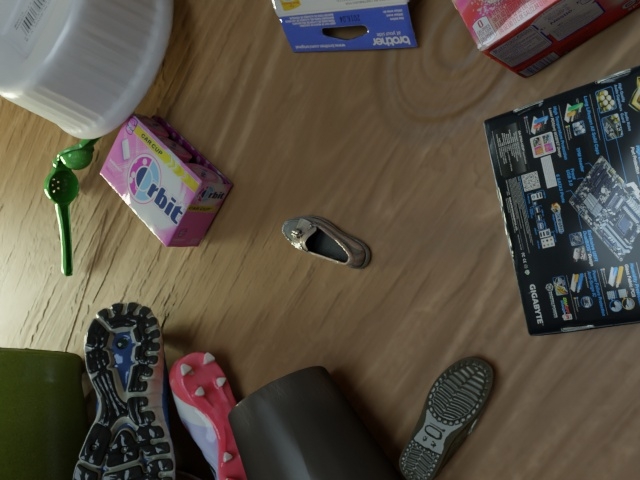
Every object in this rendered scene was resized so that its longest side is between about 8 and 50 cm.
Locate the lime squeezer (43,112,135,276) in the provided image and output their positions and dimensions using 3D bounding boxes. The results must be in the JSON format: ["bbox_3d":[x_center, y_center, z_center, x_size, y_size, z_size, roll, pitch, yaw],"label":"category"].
[{"bbox_3d":[-0.378,-0.097,1.044,0.110,0.059,0.310,51,121,37],"label":"lime squeezer"}]

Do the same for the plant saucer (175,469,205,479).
[{"bbox_3d":[-0.173,0.464,0.923,0.311,0.050,0.310,0,91,35],"label":"plant saucer"}]

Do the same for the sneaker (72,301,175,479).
[{"bbox_3d":[-0.249,0.257,0.917,0.130,0.147,0.329,-1,69,-2],"label":"sneaker"}]

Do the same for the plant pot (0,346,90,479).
[{"bbox_3d":[-0.487,0.336,0.987,0.367,0.366,0.352,-9,73,34],"label":"plant pot"}]

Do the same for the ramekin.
[{"bbox_3d":[-0.346,-0.294,0.947,0.277,0.135,0.277,-12,70,36],"label":"ramekin"}]

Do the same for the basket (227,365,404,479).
[{"bbox_3d":[0.001,0.268,0.746,0.204,0.154,0.226,-42,64,31],"label":"basket"}]

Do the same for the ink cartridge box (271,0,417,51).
[{"bbox_3d":[0.001,-0.355,0.721,0.186,0.065,0.311,7,133,34],"label":"ink cartridge box"}]

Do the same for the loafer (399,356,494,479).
[{"bbox_3d":[0.134,0.188,0.714,0.056,0.050,0.148,35,94,25],"label":"loafer"}]

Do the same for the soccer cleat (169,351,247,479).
[{"bbox_3d":[-0.127,0.262,0.883,0.248,0.083,0.095,60,146,14],"label":"soccer cleat"}]

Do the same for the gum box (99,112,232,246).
[{"bbox_3d":[-0.221,-0.089,0.943,0.188,0.062,0.107,42,112,27],"label":"gum box"}]

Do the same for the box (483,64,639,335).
[{"bbox_3d":[0.257,-0.032,0.617,0.175,0.051,0.220,-16,81,39],"label":"box"}]

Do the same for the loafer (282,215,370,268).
[{"bbox_3d":[0.000,0.000,0.806,0.125,0.039,0.045,23,104,32],"label":"loafer"}]

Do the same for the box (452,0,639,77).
[{"bbox_3d":[0.243,-0.270,0.586,0.257,0.128,0.122,-31,74,31],"label":"box"}]
